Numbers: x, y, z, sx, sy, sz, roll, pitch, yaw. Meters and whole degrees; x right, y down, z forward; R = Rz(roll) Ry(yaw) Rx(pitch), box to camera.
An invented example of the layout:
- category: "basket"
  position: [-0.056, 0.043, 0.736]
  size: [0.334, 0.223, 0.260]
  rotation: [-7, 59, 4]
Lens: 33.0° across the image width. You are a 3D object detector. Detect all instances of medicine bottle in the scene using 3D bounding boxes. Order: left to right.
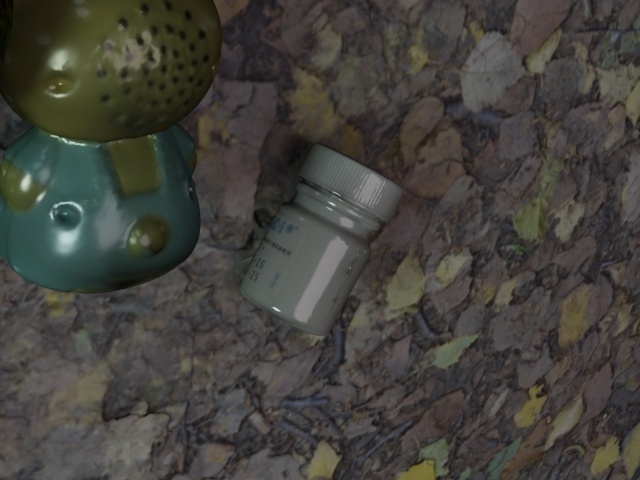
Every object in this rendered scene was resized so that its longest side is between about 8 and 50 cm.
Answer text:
- category: "medicine bottle"
  position: [0.000, 0.000, 1.056]
  size: [0.105, 0.105, 0.168]
  rotation: [25, 94, -46]

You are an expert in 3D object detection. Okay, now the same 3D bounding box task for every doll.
- category: "doll"
  position: [-0.165, -0.099, 0.817]
  size: [0.177, 0.161, 0.261]
  rotation: [-11, 121, -36]

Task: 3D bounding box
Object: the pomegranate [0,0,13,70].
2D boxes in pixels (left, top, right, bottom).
- category: "pomegranate"
  position: [-0.329, -0.144, 0.652]
  size: [0.222, 0.276, 0.204]
  rotation: [-62, 180, -28]
